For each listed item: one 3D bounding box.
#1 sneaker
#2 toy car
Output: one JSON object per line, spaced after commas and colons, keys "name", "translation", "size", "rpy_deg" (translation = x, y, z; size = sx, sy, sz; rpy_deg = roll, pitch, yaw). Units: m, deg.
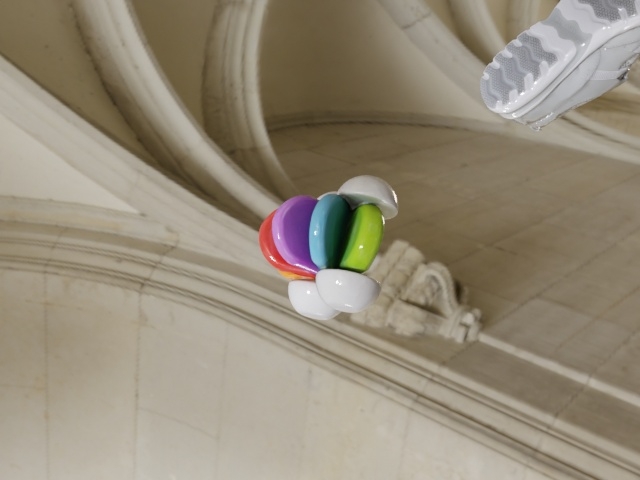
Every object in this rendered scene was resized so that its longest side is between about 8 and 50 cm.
{"name": "sneaker", "translation": [0.314, -0.227, 0.880], "size": [0.281, 0.105, 0.115], "rpy_deg": [-34, -38, 28]}
{"name": "toy car", "translation": [0.000, 0.000, 0.937], "size": [0.136, 0.182, 0.159], "rpy_deg": [22, -109, -20]}
